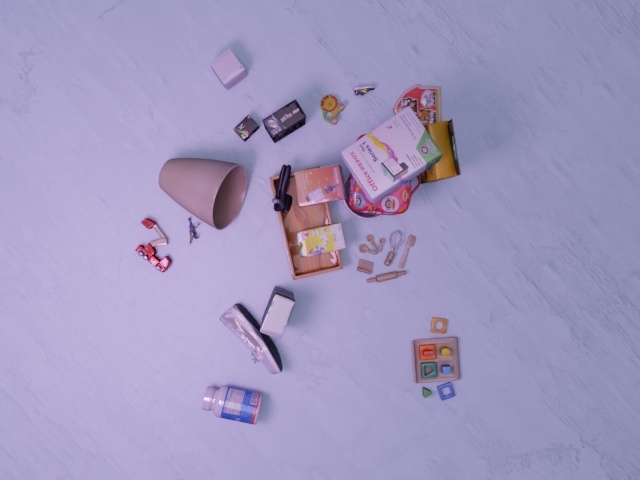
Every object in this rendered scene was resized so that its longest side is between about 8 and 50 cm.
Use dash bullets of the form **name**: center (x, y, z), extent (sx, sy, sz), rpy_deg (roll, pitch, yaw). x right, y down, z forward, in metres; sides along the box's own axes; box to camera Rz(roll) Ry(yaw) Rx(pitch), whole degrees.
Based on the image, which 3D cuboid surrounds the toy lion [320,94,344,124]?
- **toy lion**: center (0.039, -0.520, 1.942), extent (0.096, 0.034, 0.100), rpy_deg (27, 92, 3)

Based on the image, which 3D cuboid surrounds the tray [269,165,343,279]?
- **tray**: center (-0.056, -0.068, 1.938), extent (0.202, 0.076, 0.411), rpy_deg (-13, 92, -2)

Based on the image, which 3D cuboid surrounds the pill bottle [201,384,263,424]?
- **pill bottle**: center (-0.346, 0.641, 1.934), extent (0.221, 0.124, 0.124), rpy_deg (13, 92, -2)

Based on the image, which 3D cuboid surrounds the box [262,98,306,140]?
- **box**: center (-0.136, -0.447, 1.860), extent (0.147, 0.180, 0.077), rpy_deg (-32, 95, 0)

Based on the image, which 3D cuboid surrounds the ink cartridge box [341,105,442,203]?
- **ink cartridge box**: center (0.238, -0.286, 1.675), extent (0.278, 0.117, 0.201), rpy_deg (-33, 83, 4)

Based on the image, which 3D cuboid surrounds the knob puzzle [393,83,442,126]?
- **knob puzzle**: center (0.388, -0.526, 1.955), extent (0.213, 0.030, 0.213), rpy_deg (0, 93, -2)

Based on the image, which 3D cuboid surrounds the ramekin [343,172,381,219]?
- **ramekin**: center (0.181, -0.185, 1.924), extent (0.207, 0.109, 0.207), rpy_deg (0, 92, -2)

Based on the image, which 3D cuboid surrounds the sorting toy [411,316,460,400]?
- **sorting toy**: center (0.474, 0.489, 2.001), extent (0.196, 0.047, 0.348), rpy_deg (-5, 93, -2)

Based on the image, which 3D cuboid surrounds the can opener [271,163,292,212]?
- **can opener**: center (-0.145, -0.198, 1.871), extent (0.059, 0.073, 0.186), rpy_deg (4, 89, 36)

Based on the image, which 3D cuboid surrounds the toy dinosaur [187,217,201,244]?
- **toy dinosaur**: center (-0.511, -0.045, 1.936), extent (0.090, 0.047, 0.082), rpy_deg (-38, 75, 10)

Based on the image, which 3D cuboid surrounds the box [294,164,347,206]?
- **box**: center (0.002, -0.204, 1.833), extent (0.170, 0.091, 0.130), rpy_deg (-10, 93, 13)

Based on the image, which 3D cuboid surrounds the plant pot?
- **plant pot**: center (-0.456, -0.204, 1.845), extent (0.274, 0.256, 0.256), rpy_deg (20, 92, 12)

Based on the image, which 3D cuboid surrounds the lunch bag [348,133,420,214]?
- **lunch bag**: center (0.241, -0.240, 1.809), extent (0.258, 0.120, 0.293), rpy_deg (6, 92, -3)

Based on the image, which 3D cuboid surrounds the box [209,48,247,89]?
- **box**: center (-0.352, -0.655, 1.886), extent (0.101, 0.087, 0.102), rpy_deg (-36, 94, -1)

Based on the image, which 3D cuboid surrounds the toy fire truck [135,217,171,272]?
- **toy fire truck**: center (-0.647, 0.018, 1.927), extent (0.192, 0.047, 0.135), rpy_deg (40, 89, -4)

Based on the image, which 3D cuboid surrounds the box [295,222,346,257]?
- **box**: center (0.000, 0.000, 1.887), extent (0.179, 0.043, 0.105), rpy_deg (-12, 94, -4)

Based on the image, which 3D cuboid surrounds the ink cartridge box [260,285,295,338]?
- **ink cartridge box**: center (-0.164, 0.270, 1.883), extent (0.086, 0.208, 0.153), rpy_deg (21, 93, -7)

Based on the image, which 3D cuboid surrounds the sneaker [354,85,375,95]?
- **sneaker**: center (0.174, -0.592, 1.946), extent (0.083, 0.031, 0.035), rpy_deg (-5, 107, 2)

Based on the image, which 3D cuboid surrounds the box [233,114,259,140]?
- **box**: center (-0.288, -0.437, 1.918), extent (0.083, 0.052, 0.062), rpy_deg (-44, 95, -1)

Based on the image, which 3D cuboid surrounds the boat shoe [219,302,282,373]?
- **boat shoe**: center (-0.266, 0.398, 1.935), extent (0.103, 0.118, 0.320), rpy_deg (-38, 90, 6)

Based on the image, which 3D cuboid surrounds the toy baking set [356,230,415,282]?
- **toy baking set**: center (0.268, 0.065, 1.979), extent (0.256, 0.030, 0.197), rpy_deg (-9, 93, -2)

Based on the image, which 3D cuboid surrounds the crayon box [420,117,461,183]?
- **crayon box**: center (0.423, -0.323, 1.822), extent (0.081, 0.318, 0.202), rpy_deg (-11, 93, -2)
